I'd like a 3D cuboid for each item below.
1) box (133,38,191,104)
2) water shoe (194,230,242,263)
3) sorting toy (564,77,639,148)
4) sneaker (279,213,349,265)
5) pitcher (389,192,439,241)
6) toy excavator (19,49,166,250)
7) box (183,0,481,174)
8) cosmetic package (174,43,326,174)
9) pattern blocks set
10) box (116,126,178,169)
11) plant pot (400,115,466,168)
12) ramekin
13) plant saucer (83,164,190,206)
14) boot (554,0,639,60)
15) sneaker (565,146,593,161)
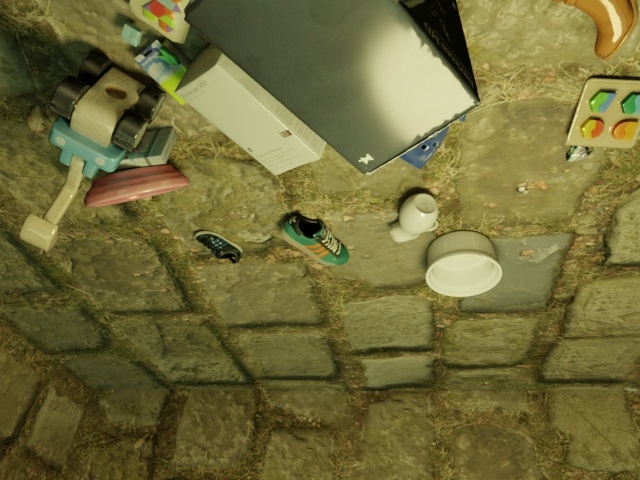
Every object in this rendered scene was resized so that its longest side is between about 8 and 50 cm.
[{"bbox_3d":[-0.415,-0.475,1.417,0.109,0.042,0.178,-24,132,30],"label":"box"},{"bbox_3d":[-0.406,0.027,2.013,0.203,0.080,0.073,23,138,-21],"label":"water shoe"},{"bbox_3d":[0.809,-0.347,1.410,0.193,0.038,0.208,4,130,2],"label":"sorting toy"},{"bbox_3d":[0.000,0.000,1.909,0.302,0.108,0.121,27,141,-23],"label":"sneaker"},{"bbox_3d":[0.354,-0.079,1.776,0.178,0.125,0.207,-8,155,-16],"label":"pitcher"},{"bbox_3d":[-0.660,-0.230,1.429,0.223,0.432,0.445,28,133,-16],"label":"toy excavator"},{"bbox_3d":[0.045,-0.480,1.016,0.298,0.471,0.480,-29,131,35],"label":"box"},{"bbox_3d":[-0.173,-0.369,1.398,0.385,0.156,0.217,35,150,-33],"label":"cosmetic package"},{"bbox_3d":[-0.376,-0.590,1.237,0.286,0.026,0.324,22,133,-4],"label":"pattern blocks set"},{"bbox_3d":[-0.556,-0.289,1.586,0.187,0.145,0.038,-5,138,13],"label":"box"},{"bbox_3d":[0.234,-0.370,1.330,0.236,0.235,0.212,28,129,-26],"label":"plant pot"},{"bbox_3d":[0.538,0.086,1.931,0.278,0.135,0.277,3,142,3],"label":"ramekin"},{"bbox_3d":[-0.600,-0.181,1.650,0.333,0.332,0.084,-11,97,20],"label":"plant saucer"},{"bbox_3d":[0.605,-0.549,1.149,0.221,0.108,0.283,1,139,4],"label":"boot"},{"bbox_3d":[0.795,-0.276,1.530,0.069,0.038,0.098,3,149,-2],"label":"sneaker"}]
